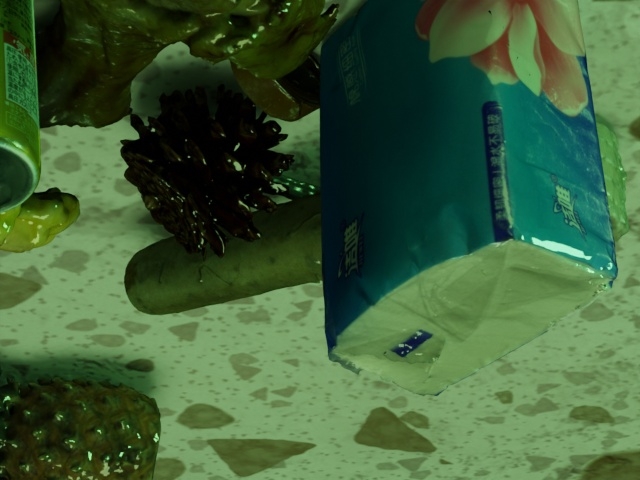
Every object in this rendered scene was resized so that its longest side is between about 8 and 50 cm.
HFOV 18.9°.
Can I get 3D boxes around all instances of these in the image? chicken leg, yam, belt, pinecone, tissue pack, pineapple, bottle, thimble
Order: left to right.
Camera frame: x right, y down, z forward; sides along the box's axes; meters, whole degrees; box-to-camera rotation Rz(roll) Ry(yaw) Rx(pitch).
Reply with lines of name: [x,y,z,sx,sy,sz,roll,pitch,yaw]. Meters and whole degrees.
bottle: [-0.211,-0.151,1.142,0.082,0.286,0.082,-5,147,-3]
pineapple: [-0.312,0.189,1.863,0.310,0.141,0.170,10,172,-6]
chicken leg: [-0.098,-0.163,1.289,0.211,0.140,0.361,24,156,-3]
pinecone: [-0.083,-0.056,1.465,0.120,0.140,0.140,-37,148,-9]
belt: [-0.030,-0.119,1.423,0.036,0.059,0.083,-25,142,33]
yam: [0.000,0.000,1.536,0.371,0.083,0.083,-12,148,31]
tissue pack: [0.087,-0.056,1.331,0.137,0.270,0.209,18,144,-31]
thimble: [0.186,-0.038,1.542,0.115,0.090,0.102,-12,144,20]

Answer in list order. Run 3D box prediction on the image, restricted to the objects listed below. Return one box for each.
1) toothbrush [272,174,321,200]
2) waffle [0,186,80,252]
toothbrush: [0.004,-0.033,1.600,0.297,0.031,0.030,14,171,-26]
waffle: [-0.318,-0.061,1.340,0.329,0.062,0.329,23,179,0]
